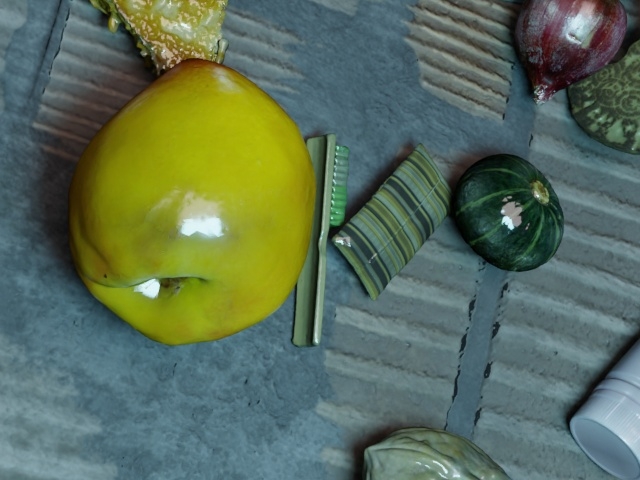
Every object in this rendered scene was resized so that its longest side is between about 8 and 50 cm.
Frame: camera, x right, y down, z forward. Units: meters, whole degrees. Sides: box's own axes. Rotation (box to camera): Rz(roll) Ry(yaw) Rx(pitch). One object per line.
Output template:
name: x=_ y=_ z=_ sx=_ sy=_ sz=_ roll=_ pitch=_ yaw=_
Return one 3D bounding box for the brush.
brush: x=0.000 y=0.000 z=1.492 sx=0.048 sy=0.054 sz=0.282 roll=14 pitch=76 yaw=-37

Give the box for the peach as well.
peach: x=-0.141 y=-0.045 z=1.336 sx=0.289 sy=0.289 sz=0.308 roll=24 pitch=49 yaw=-14

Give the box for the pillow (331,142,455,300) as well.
pillow: x=0.104 y=-0.027 z=1.522 sx=0.203 sy=0.038 sz=0.113 roll=-48 pitch=117 yaw=-26

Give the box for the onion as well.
onion: x=0.342 y=-0.282 z=1.614 sx=0.159 sy=0.159 sz=0.195 roll=26 pitch=93 yaw=-14

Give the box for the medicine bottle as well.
medicine bottle: x=0.470 y=0.204 z=1.578 sx=0.249 sy=0.133 sz=0.133 roll=-42 pitch=95 yaw=-22

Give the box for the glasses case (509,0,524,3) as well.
glasses case: x=0.292 y=-0.406 z=1.665 sx=0.266 sy=0.056 sz=0.105 roll=5 pitch=79 yaw=-19

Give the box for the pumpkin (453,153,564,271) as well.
pumpkin: x=0.255 y=-0.037 z=1.545 sx=0.125 sy=0.167 sz=0.167 roll=-33 pitch=93 yaw=23

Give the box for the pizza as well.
pizza: x=-0.175 y=-0.330 z=1.477 sx=0.251 sy=0.074 sz=0.288 roll=-37 pitch=95 yaw=-21

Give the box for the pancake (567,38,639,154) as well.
pancake: x=0.487 y=-0.252 z=1.610 sx=0.033 sy=0.286 sz=0.288 roll=33 pitch=66 yaw=-47

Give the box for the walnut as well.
walnut: x=0.149 y=0.327 z=1.429 sx=0.230 sy=0.178 sz=0.178 roll=37 pitch=71 yaw=-6
